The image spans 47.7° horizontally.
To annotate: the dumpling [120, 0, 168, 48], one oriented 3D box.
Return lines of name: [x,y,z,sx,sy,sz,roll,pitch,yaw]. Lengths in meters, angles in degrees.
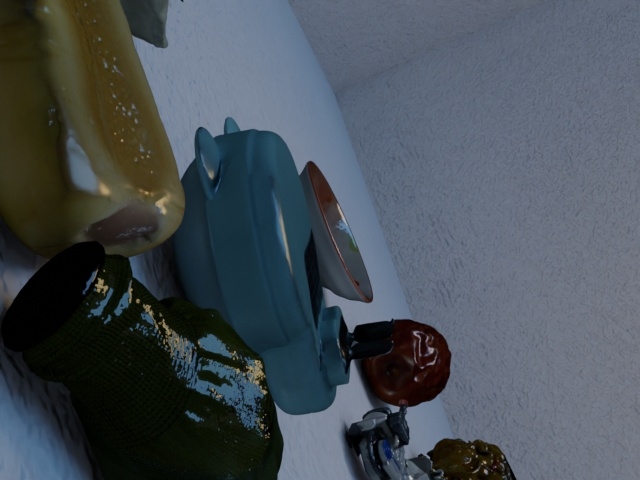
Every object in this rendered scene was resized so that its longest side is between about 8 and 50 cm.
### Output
dumpling: [-0.187,-0.279,0.601,0.162,0.132,0.250,-171,-123,-79]

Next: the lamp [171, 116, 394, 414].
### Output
lamp: [-0.048,0.027,0.675,0.284,0.147,0.209,58,13,-10]

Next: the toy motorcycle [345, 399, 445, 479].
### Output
toy motorcycle: [0.116,0.341,1.072,0.221,0.102,0.150,66,22,-17]

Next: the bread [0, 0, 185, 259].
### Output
bread: [-0.180,-0.132,0.461,0.142,0.091,0.305,28,41,-73]

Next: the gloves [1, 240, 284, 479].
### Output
gloves: [-0.083,0.111,0.449,0.135,0.107,0.268,-64,145,-33]

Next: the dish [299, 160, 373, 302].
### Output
dish: [0.000,0.000,1.228,0.260,0.085,0.260,-24,90,-81]

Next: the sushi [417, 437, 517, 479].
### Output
sushi: [0.309,0.522,1.533,0.200,0.213,0.204,46,-24,45]

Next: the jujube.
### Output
jujube: [0.169,0.240,1.424,0.250,0.174,0.174,7,61,-67]
